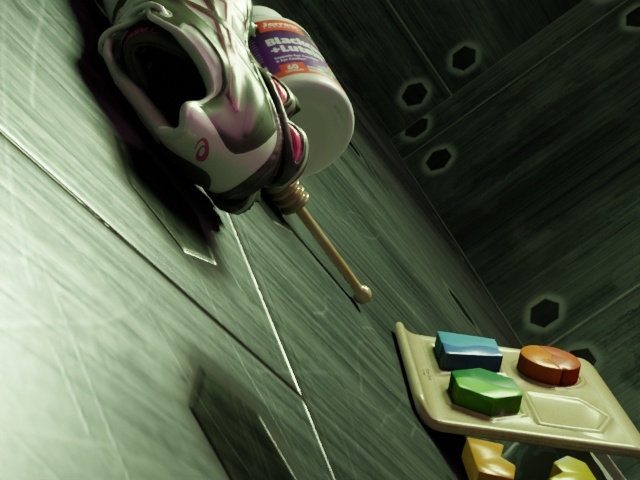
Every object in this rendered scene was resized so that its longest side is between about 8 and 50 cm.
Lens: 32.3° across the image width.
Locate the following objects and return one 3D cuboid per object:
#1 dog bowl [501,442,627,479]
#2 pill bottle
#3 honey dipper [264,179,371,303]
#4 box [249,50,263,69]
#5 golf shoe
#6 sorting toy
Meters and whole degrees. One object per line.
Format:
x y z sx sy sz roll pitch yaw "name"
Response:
0.304 0.330 1.126 0.349 0.102 0.349 53 9 -12 "dog bowl"
-0.044 -0.155 1.092 0.108 0.108 0.193 48 10 -39 "pill bottle"
0.000 0.000 1.014 0.160 0.030 0.030 55 7 -26 "honey dipper"
-0.161 -0.236 0.914 0.324 0.067 0.063 52 8 -20 "box"
-0.101 -0.146 0.773 0.120 0.105 0.273 29 26 -56 "golf shoe"
0.191 0.151 1.014 0.229 0.041 0.307 13 16 -6 "sorting toy"
